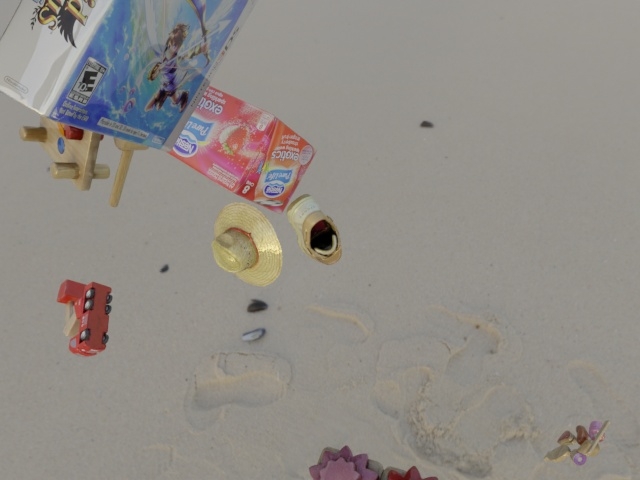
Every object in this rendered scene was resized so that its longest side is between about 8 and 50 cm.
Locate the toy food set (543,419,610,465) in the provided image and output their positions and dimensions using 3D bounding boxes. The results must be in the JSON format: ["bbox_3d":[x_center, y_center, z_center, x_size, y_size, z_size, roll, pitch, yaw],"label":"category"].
[{"bbox_3d":[0.373,0.290,0.639,0.019,0.122,0.078,41,70,18],"label":"toy food set"}]

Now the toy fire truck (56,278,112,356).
[{"bbox_3d":[-0.478,0.151,0.893,0.135,0.047,0.191,-30,53,24],"label":"toy fire truck"}]

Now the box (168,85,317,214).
[{"bbox_3d":[-0.153,-0.158,0.701,0.257,0.128,0.122,31,94,29],"label":"box"}]

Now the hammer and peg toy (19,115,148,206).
[{"bbox_3d":[-0.544,-0.247,1.005,0.361,0.265,0.127,40,29,27],"label":"hammer and peg toy"}]

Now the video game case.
[{"bbox_3d":[-0.150,-0.214,0.430,0.061,0.269,0.244,31,95,-4],"label":"video game case"}]

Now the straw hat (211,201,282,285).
[{"bbox_3d":[-0.132,0.016,0.692,0.145,0.144,0.061,19,28,26],"label":"straw hat"}]

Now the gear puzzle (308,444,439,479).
[{"bbox_3d":[0.116,0.308,0.411,0.339,0.044,0.175,4,44,28],"label":"gear puzzle"}]

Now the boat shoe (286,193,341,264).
[{"bbox_3d":[0.000,0.000,0.537,0.050,0.135,0.045,-40,57,-3],"label":"boat shoe"}]
